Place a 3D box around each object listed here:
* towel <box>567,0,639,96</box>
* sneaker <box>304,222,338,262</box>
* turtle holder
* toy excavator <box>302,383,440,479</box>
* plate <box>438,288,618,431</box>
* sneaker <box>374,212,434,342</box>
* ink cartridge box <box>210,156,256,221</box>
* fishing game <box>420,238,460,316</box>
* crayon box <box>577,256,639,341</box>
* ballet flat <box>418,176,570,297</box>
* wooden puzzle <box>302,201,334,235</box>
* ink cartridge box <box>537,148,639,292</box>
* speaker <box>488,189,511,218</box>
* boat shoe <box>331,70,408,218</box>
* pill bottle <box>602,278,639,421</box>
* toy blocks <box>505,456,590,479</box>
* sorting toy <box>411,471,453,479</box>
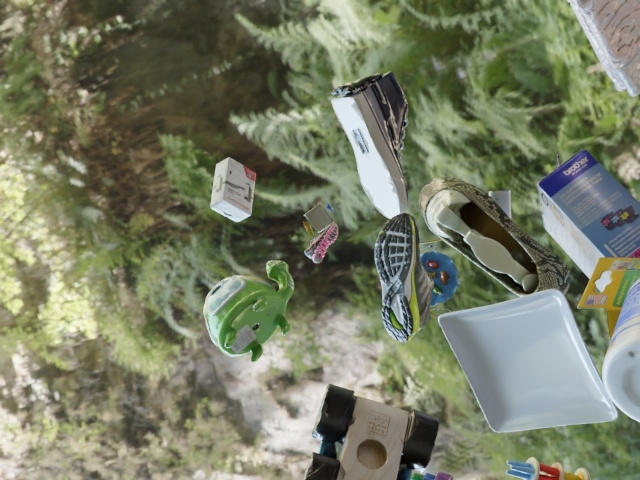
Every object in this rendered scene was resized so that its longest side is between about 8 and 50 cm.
[{"bbox_3d":[0.555,-0.418,1.280,0.053,0.332,0.317,48,-170,37],"label":"towel"},{"bbox_3d":[0.000,0.000,2.136,0.119,0.057,0.047,-56,-39,-15],"label":"sneaker"},{"bbox_3d":[-0.237,0.204,2.618,0.243,0.320,0.227,12,-158,-48],"label":"turtle holder"},{"bbox_3d":[0.077,0.444,1.650,0.445,0.222,0.433,105,-178,-51],"label":"toy excavator"},{"bbox_3d":[0.398,0.231,1.572,0.045,0.278,0.277,-36,-78,-47],"label":"plate"},{"bbox_3d":[0.203,0.079,1.916,0.121,0.111,0.300,-19,-67,-48],"label":"sneaker"},{"bbox_3d":[-0.225,-0.131,2.123,0.099,0.056,0.135,29,-128,-38],"label":"ink cartridge box"},{"bbox_3d":[0.368,0.128,2.718,0.041,0.189,0.264,-5,-90,-70],"label":"fishing game"},{"bbox_3d":[0.672,0.112,1.536,0.203,0.322,0.083,-45,-54,-48],"label":"crayon box"},{"bbox_3d":[0.384,-0.016,1.982,0.182,0.164,0.483,3,-148,-50],"label":"ballet flat"},{"bbox_3d":[-0.004,-0.066,2.428,0.079,0.116,0.014,56,-151,-15],"label":"wooden puzzle"},{"bbox_3d":[0.654,-0.028,1.921,0.395,0.151,0.270,53,-179,29],"label":"ink cartridge box"},{"bbox_3d":[0.450,-0.057,2.052,0.055,0.055,0.136,-1,-91,-65],"label":"speaker"},{"bbox_3d":[0.159,-0.230,1.904,0.158,0.127,0.341,-36,-65,-30],"label":"boat shoe"},{"bbox_3d":[0.513,0.133,1.194,0.272,0.152,0.152,-45,-64,-49],"label":"pill bottle"},{"bbox_3d":[0.404,0.433,1.428,0.123,0.148,0.054,-99,25,-65],"label":"toy blocks"},{"bbox_3d":[0.229,0.715,1.965,0.127,0.126,0.366,-20,-62,-63],"label":"sorting toy"}]
